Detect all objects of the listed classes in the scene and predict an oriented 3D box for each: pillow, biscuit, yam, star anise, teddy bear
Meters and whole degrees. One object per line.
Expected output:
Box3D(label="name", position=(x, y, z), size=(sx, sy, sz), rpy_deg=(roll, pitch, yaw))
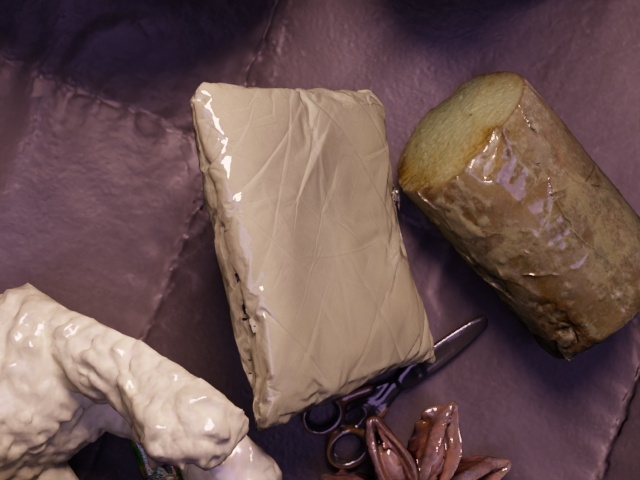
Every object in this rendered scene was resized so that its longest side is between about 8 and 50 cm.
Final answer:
Box3D(label="pillow", position=(0.000, 0.001, 0.823), size=(0.076, 0.274, 0.281), rpy_deg=(-12, 89, 35))
Box3D(label="biscuit", position=(-0.167, 0.211, 0.926), size=(0.046, 0.016, 0.089), rpy_deg=(-19, 97, -6))
Box3D(label="yam", position=(0.205, -0.022, 0.888), size=(0.161, 0.161, 0.268), rpy_deg=(-43, 101, -2))
Box3D(label="star anise", position=(0.094, 0.250, 0.932), size=(0.212, 0.073, 0.197), rpy_deg=(20, 96, -17))
Box3D(label="teddy bear", position=(-0.288, 0.229, 0.776), size=(0.375, 0.327, 0.362), rpy_deg=(27, 67, 27))

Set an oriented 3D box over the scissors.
Box3D(label="scissors", position=(0.084, 0.145, 0.954), size=(0.220, 0.017, 0.088), rpy_deg=(-36, 100, -4))
